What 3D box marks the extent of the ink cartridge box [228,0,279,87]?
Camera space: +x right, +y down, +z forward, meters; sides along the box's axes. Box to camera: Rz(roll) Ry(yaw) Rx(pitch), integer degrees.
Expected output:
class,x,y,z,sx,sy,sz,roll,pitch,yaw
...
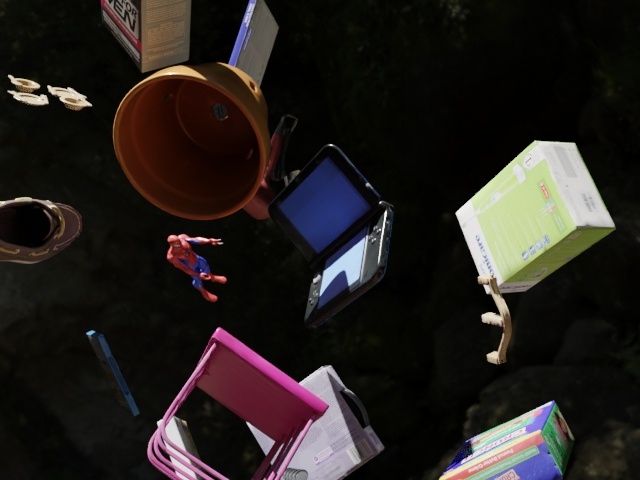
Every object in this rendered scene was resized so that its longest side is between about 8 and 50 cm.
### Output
class,x,y,z,sx,sy,sz,roll,pitch,yaw
ink cartridge box,-0.175,-0.467,1.914,0.224,0.045,0.223,41,-114,-79

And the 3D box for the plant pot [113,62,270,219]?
class,x,y,z,sx,sy,sz,roll,pitch,yaw
plant pot,-0.221,-0.212,1.506,0.291,0.291,0.203,-44,13,30

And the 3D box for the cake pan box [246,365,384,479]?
class,x,y,z,sx,sy,sz,roll,pitch,yaw
cake pan box,-0.012,0.471,1.907,0.267,0.246,0.070,-39,-13,12

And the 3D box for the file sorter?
class,x,y,z,sx,sy,sz,roll,pitch,yaw
file sorter,-0.151,0.305,1.245,0.182,0.202,0.291,-55,0,-28

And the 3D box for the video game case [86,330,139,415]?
class,x,y,z,sx,sy,sz,roll,pitch,yaw
video game case,-0.400,0.253,1.508,0.015,0.166,0.119,-26,9,-25

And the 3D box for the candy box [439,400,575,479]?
class,x,y,z,sx,sy,sz,roll,pitch,yaw
candy box,0.451,0.520,1.871,0.268,0.122,0.317,-32,-8,20

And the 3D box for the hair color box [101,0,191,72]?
class,x,y,z,sx,sy,sz,roll,pitch,yaw
hair color box,-0.331,-0.530,1.478,0.113,0.185,0.375,-23,-32,-29

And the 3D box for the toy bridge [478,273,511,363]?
class,x,y,z,sx,sy,sz,roll,pitch,yaw
toy bridge,0.355,0.159,1.582,0.026,0.188,0.063,-14,12,-28

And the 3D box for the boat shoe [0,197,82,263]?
class,x,y,z,sx,sy,sz,roll,pitch,yaw
boat shoe,-0.514,-0.021,1.384,0.096,0.117,0.324,-12,0,18

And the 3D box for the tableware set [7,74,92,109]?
class,x,y,z,sx,sy,sz,roll,pitch,yaw
tableware set,-0.548,-0.296,1.585,0.168,0.141,0.020,3,-64,-38

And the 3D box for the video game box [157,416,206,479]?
class,x,y,z,sx,sy,sz,roll,pitch,yaw
video game box,-0.329,0.538,1.926,0.048,0.205,0.187,-24,-17,-4

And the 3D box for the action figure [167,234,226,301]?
class,x,y,z,sx,sy,sz,roll,pitch,yaw
action figure,-0.294,0.068,2.011,0.092,0.139,0.280,-68,-29,-23

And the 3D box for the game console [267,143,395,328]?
class,x,y,z,sx,sy,sz,roll,pitch,yaw
game console,0.000,0.000,1.588,0.293,0.173,0.250,-42,29,49

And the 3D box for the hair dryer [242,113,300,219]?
class,x,y,z,sx,sy,sz,roll,pitch,yaw
hair dryer,-0.137,-0.161,1.844,0.080,0.224,0.293,4,25,27

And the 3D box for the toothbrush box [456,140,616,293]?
class,x,y,z,sx,sy,sz,roll,pitch,yaw
toothbrush box,0.435,-0.042,1.630,0.122,0.206,0.283,-1,-29,-32

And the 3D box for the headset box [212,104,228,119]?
class,x,y,z,sx,sy,sz,roll,pitch,yaw
headset box,-0.350,-0.276,2.305,0.131,0.247,0.283,-16,7,-36
